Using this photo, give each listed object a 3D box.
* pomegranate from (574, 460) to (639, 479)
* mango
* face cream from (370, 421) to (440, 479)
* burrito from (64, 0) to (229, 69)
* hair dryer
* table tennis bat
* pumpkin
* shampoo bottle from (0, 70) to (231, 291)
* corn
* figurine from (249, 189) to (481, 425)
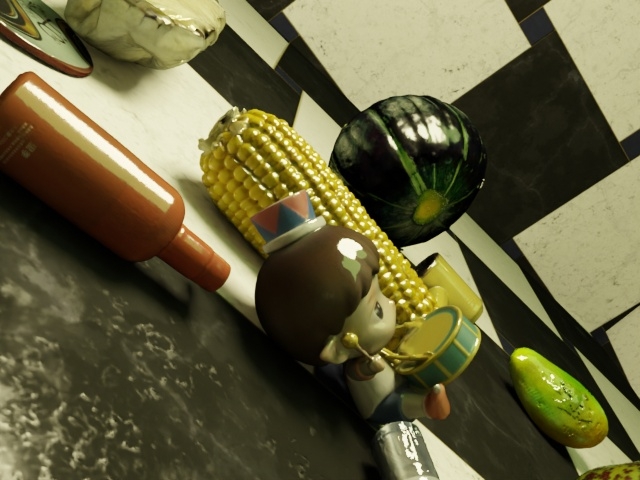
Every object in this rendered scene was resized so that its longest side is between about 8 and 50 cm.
[{"bbox_3d":[0.361,0.374,0.809,0.221,0.204,0.276,63,19,0],"label":"pomegranate"},{"bbox_3d":[0.436,0.296,1.368,0.233,0.111,0.125,45,11,-3],"label":"mango"},{"bbox_3d":[0.103,0.275,0.612,0.144,0.071,0.291,38,18,-33],"label":"face cream"},{"bbox_3d":[-0.248,-0.314,1.031,0.190,0.135,0.331,41,17,-16],"label":"burrito"},{"bbox_3d":[0.204,0.128,1.252,0.135,0.090,0.278,48,22,-4],"label":"hair dryer"},{"bbox_3d":[-0.381,-0.284,0.824,0.301,0.022,0.173,33,20,-46],"label":"table tennis bat"},{"bbox_3d":[0.143,-0.136,1.325,0.296,0.296,0.296,43,16,-15],"label":"pumpkin"},{"bbox_3d":[-0.177,-0.037,0.635,0.244,0.085,0.085,41,16,-25],"label":"shampoo bottle"},{"bbox_3d":[0.000,0.000,0.912,0.387,0.144,0.144,48,15,-7],"label":"corn"},{"bbox_3d":[0.030,0.070,0.767,0.275,0.158,0.161,42,12,-16],"label":"figurine"}]
